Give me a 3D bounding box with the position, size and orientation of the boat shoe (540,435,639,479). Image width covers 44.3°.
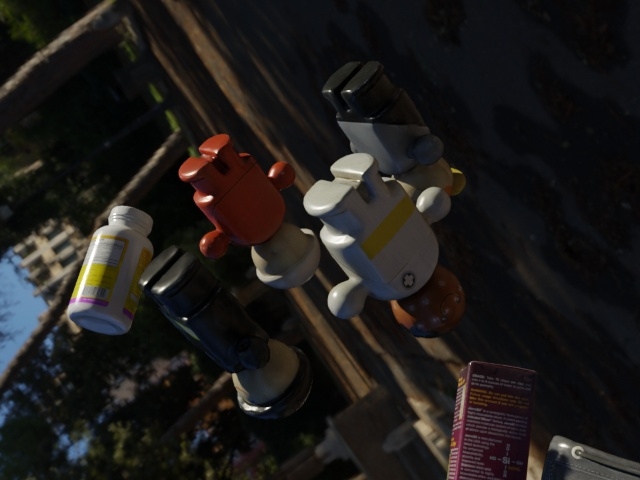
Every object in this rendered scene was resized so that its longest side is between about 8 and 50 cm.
[{"bbox_3d":[0.251,0.162,0.484,0.080,0.228,0.076,40,-124,-65],"label":"boat shoe"}]

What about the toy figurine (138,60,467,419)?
[{"bbox_3d":[0.000,0.000,0.560,0.148,0.209,0.213,52,-156,-30],"label":"toy figurine"}]

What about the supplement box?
[{"bbox_3d":[0.197,0.245,0.925,0.080,0.188,0.104,9,165,6],"label":"supplement box"}]

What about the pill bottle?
[{"bbox_3d":[-0.141,0.020,0.542,0.043,0.043,0.083,61,-144,-57],"label":"pill bottle"}]
